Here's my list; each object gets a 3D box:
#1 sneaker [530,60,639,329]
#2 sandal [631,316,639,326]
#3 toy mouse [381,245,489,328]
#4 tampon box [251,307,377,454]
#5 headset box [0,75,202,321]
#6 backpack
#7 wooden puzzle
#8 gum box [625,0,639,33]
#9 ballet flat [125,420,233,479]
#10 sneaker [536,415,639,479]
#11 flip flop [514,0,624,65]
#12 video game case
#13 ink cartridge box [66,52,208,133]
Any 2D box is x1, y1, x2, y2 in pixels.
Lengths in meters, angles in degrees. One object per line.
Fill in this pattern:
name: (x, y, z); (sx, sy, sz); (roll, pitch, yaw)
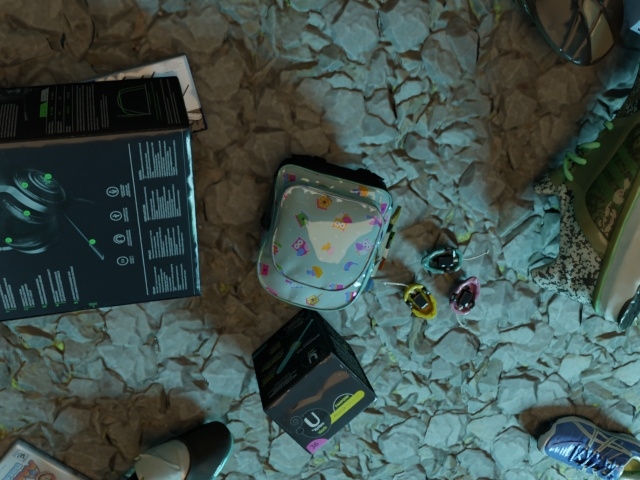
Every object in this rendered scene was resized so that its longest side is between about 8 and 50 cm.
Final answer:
sneaker: (0.386, -0.093, 1.047); (0.182, 0.158, 0.410); (12, 92, 26)
sandal: (0.434, 0.070, 1.163); (0.049, 0.072, 0.180); (-27, 118, 21)
toy mouse: (0.189, 0.057, 1.120); (0.143, 0.031, 0.161); (-45, 111, 6)
tampon box: (-0.013, 0.188, 1.054); (0.120, 0.161, 0.101); (-41, 111, 5)
headset box: (-0.292, -0.046, 0.892); (0.283, 0.131, 0.246); (-8, 129, -13)
backpack: (0.000, 0.000, 1.000); (0.166, 0.144, 0.188); (14, 111, -5)
wooden puzzle: (0.091, 0.013, 1.067); (0.014, 0.078, 0.116); (21, 112, 11)
gum box: (0.482, -0.303, 0.999); (0.184, 0.157, 0.041); (20, 144, -18)
ballet flat: (-0.247, 0.362, 1.092); (0.280, 0.095, 0.096); (-44, 141, 5)
sneaker: (0.456, 0.346, 1.246); (0.211, 0.081, 0.080); (12, 107, -14)
flip flop: (0.280, -0.344, 0.986); (0.277, 0.080, 0.112); (40, 102, -5)
video game case: (-0.430, 0.383, 1.112); (0.143, 0.019, 0.157); (39, 97, -21)
ink cartridge box: (-0.254, -0.159, 0.950); (0.207, 0.046, 0.097); (-17, 110, -5)
